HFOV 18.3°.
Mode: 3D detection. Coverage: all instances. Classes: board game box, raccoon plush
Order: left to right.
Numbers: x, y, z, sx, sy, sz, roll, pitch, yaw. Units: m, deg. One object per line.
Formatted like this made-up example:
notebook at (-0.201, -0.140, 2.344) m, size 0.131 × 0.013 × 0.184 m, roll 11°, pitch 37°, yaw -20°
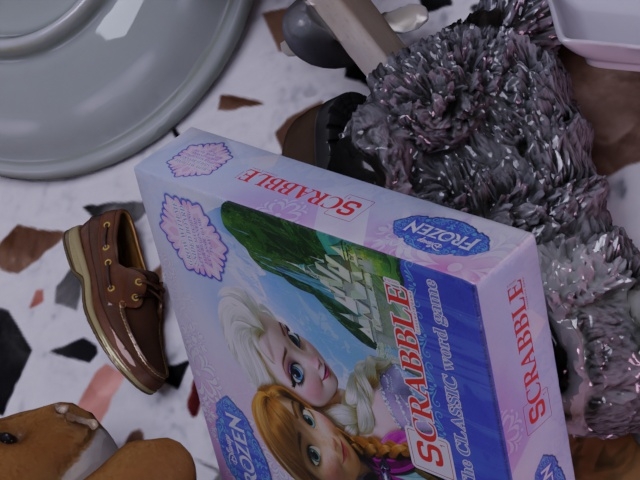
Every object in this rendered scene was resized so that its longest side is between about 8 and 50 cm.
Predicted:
board game box at (0.030, 0.102, 1.377) m, size 0.318 × 0.319 × 0.066 m, roll 18°, pitch 43°, yaw 42°
raccoon plush at (0.198, -0.061, 1.455) m, size 0.299 × 0.216 × 0.446 m, roll 24°, pitch 78°, yaw 21°

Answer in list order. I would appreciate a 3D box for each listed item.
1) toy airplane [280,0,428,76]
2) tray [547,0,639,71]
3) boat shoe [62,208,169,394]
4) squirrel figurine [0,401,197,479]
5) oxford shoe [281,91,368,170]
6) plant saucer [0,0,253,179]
toy airplane at (-0.074, -0.305, 1.580) m, size 0.272 × 0.384 × 0.386 m, roll -39°, pitch 42°, yaw 41°
tray at (0.296, -0.145, 1.427) m, size 0.270 × 0.030 × 0.145 m, roll 5°, pitch 27°, yaw -3°
boat shoe at (-0.162, 0.047, 1.660) m, size 0.060 × 0.064 × 0.178 m, roll -33°, pitch 56°, yaw 13°
squirrel figurine at (-0.225, 0.306, 1.470) m, size 0.397 × 0.281 × 0.370 m, roll -49°, pitch 50°, yaw -2°
oxford shoe at (0.000, 0.000, 1.602) m, size 0.096 × 0.083 × 0.227 m, roll -14°, pitch 64°, yaw 48°
plant saucer at (-0.251, -0.258, 1.774) m, size 0.400 × 0.100 × 0.400 m, roll -5°, pitch 77°, yaw 20°
